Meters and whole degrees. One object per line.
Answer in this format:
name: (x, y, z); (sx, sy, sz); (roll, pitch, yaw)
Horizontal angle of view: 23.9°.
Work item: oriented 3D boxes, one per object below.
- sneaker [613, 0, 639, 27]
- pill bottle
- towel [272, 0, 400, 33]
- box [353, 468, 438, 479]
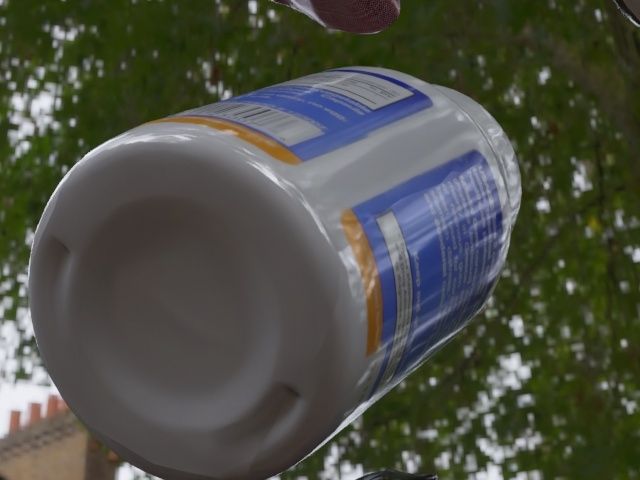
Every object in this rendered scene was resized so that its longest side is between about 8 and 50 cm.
sneaker: (0.400, -0.246, 1.326); (0.257, 0.169, 0.447); (-4, -43, 32)
pill bottle: (0.000, 0.000, 0.710); (0.152, 0.272, 0.152); (6, -75, 25)
towel: (-0.124, -0.236, 0.911); (0.329, 0.237, 0.037); (34, -95, -36)
box: (-0.051, 0.279, 0.634); (0.293, 0.296, 0.073); (-15, 1, -16)
